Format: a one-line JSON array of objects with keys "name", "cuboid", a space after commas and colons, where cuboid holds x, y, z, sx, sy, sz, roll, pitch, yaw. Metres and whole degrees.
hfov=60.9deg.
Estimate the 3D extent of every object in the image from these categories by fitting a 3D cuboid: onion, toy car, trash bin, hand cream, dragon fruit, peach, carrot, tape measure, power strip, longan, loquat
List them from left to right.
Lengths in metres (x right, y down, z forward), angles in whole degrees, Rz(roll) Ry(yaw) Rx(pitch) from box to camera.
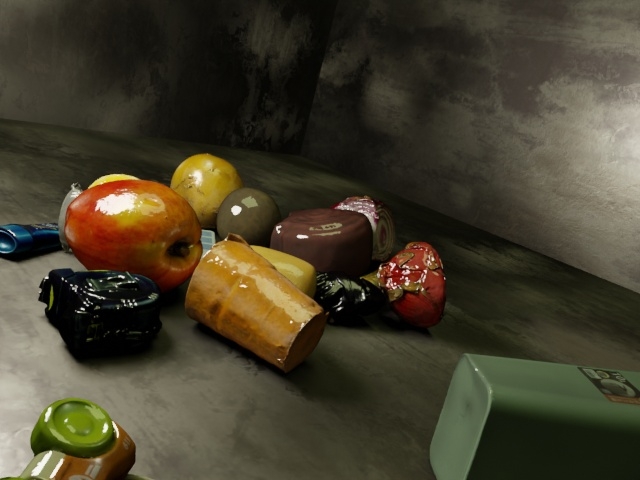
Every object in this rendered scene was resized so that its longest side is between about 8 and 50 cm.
[{"name": "hand cream", "cuboid": [-0.648, -0.012, 1.275, 0.120, 0.061, 0.270, 13, 7, 9]}, {"name": "toy car", "cuboid": [-0.211, 0.287, 0.508, 0.235, 0.145, 0.235, 30, 15, -9]}, {"name": "tape measure", "cuboid": [-0.378, 0.113, 0.971, 0.186, 0.112, 0.199, 2, 21, -45]}, {"name": "peach", "cuboid": [-0.390, -0.011, 1.150, 0.280, 0.238, 0.281, 9, 10, -2]}, {"name": "power strip", "cuboid": [-0.337, 0.024, 1.435, 0.118, 0.046, 0.270, 11, 17, -16]}, {"name": "loquat", "cuboid": [-0.350, -0.148, 1.686, 0.235, 0.235, 0.235, 14, 15, -4]}, {"name": "longan", "cuboid": [-0.204, -0.056, 1.577, 0.198, 0.198, 0.212, 23, 10, 28]}, {"name": "carrot", "cuboid": [-0.112, 0.126, 1.055, 0.254, 0.196, 0.196, 28, 19, 22]}, {"name": "onion", "cuboid": [0.127, -0.030, 1.781, 0.206, 0.216, 0.207, 4, -1, 27]}, {"name": "dragon fruit", "cuboid": [0.206, 0.115, 1.362, 0.148, 0.219, 0.224, -5, 20, -12]}, {"name": "trash bin", "cuboid": [0.361, 0.301, 0.799, 0.343, 0.223, 0.158, 11, 16, -10]}]

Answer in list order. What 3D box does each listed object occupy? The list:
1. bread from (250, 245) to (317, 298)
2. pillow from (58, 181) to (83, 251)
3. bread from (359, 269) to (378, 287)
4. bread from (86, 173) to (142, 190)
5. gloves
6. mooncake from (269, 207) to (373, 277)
[{"name": "bread", "cuboid": [-0.118, 0.088, 1.224, 0.217, 0.147, 0.098, 15, -23, 14]}, {"name": "pillow", "cuboid": [-0.475, -0.032, 1.277, 0.255, 0.169, 0.059, 11, 10, -25]}, {"name": "bread", "cuboid": [0.179, 0.115, 1.540, 0.367, 0.084, 0.077, -11, 69, -60]}, {"name": "bread", "cuboid": [-0.501, -0.077, 1.390, 0.197, 0.197, 0.170, 12, 9, -12]}, {"name": "gloves", "cuboid": [0.030, 0.132, 1.297, 0.203, 0.124, 0.164, 15, -5, -31]}, {"name": "mooncake", "cuboid": [0.000, 0.000, 1.548, 0.325, 0.174, 0.333, -14, 22, -43]}]
